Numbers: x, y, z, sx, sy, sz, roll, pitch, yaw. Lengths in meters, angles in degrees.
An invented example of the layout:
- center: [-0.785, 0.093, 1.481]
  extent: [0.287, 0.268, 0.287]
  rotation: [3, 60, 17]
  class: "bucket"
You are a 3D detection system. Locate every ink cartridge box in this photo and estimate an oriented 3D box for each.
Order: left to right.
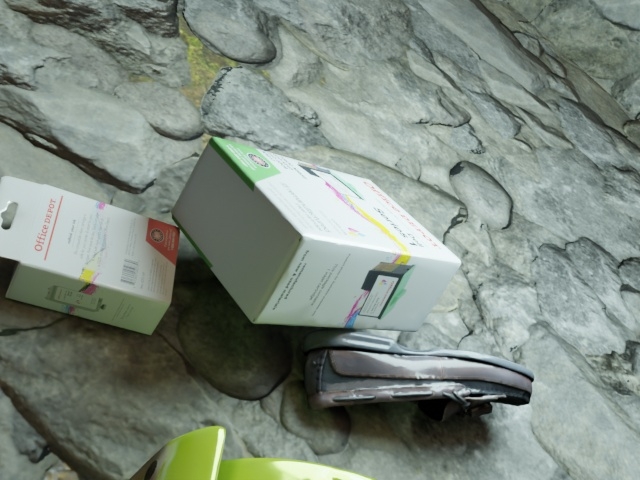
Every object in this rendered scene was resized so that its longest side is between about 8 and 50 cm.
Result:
- center: [-0.260, 0.016, 0.831]
  extent: [0.198, 0.067, 0.115]
  rotation: [19, 43, -21]
  class: "ink cartridge box"
- center: [0.000, 0.000, 0.908]
  extent: [0.278, 0.117, 0.201]
  rotation: [10, 28, -46]
  class: "ink cartridge box"

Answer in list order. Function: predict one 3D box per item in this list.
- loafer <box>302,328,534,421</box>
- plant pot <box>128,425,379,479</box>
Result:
- center: [0.119, 0.180, 0.932]
  extent: [0.303, 0.109, 0.095]
  rotation: [13, 65, -17]
  class: "loafer"
- center: [-0.078, 0.283, 0.554]
  extent: [0.207, 0.228, 0.227]
  rotation: [32, 34, -18]
  class: "plant pot"
